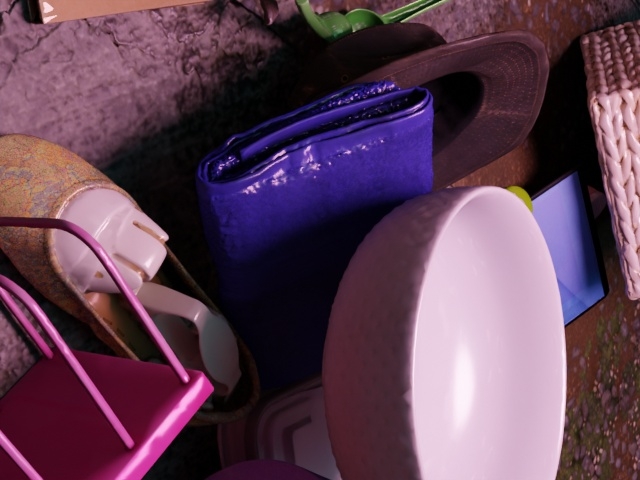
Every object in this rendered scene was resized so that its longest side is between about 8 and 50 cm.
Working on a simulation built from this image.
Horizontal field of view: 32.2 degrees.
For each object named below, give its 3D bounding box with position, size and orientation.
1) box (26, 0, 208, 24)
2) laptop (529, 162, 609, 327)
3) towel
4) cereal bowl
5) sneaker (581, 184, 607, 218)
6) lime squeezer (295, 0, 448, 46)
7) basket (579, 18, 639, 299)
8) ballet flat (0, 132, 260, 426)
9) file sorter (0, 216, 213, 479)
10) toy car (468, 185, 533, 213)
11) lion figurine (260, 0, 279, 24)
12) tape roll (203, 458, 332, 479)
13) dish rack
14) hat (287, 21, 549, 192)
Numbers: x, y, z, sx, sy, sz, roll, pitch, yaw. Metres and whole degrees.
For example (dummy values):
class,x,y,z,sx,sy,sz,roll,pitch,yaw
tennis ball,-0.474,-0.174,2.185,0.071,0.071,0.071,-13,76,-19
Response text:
class,x,y,z,sx,sy,sz,roll,pitch,yaw
box,-0.185,-0.284,0.986,0.201,0.021,0.164,-22,108,-46
laptop,0.318,0.074,1.464,0.264,0.136,0.234,-84,157,-56
towel,0.000,0.000,1.060,0.227,0.076,0.308,-21,138,-15
cereal bowl,0.102,0.120,0.998,0.339,0.141,0.339,8,80,-57
sneaker,0.338,-0.030,1.575,0.134,0.070,0.051,-47,141,1
lime squeezer,0.044,-0.229,1.178,0.310,0.110,0.059,-18,92,-50
basket,0.520,-0.138,1.526,0.328,0.266,0.331,-69,145,-61
ballet flat,-0.159,0.042,0.969,0.123,0.123,0.348,-55,129,-30
file sorter,-0.268,0.134,0.789,0.291,0.202,0.182,-50,126,-33
toy car,0.131,0.017,1.267,0.188,0.155,0.149,-8,85,-34
lion figurine,-0.023,-0.428,1.072,0.240,0.142,0.392,45,62,-38
tape roll,-0.048,0.341,0.991,0.090,0.274,0.275,35,67,-45
dish rack,0.023,0.288,1.224,0.285,0.072,0.333,-18,105,-45
hat,0.068,-0.143,1.155,0.331,0.331,0.134,6,48,-48
